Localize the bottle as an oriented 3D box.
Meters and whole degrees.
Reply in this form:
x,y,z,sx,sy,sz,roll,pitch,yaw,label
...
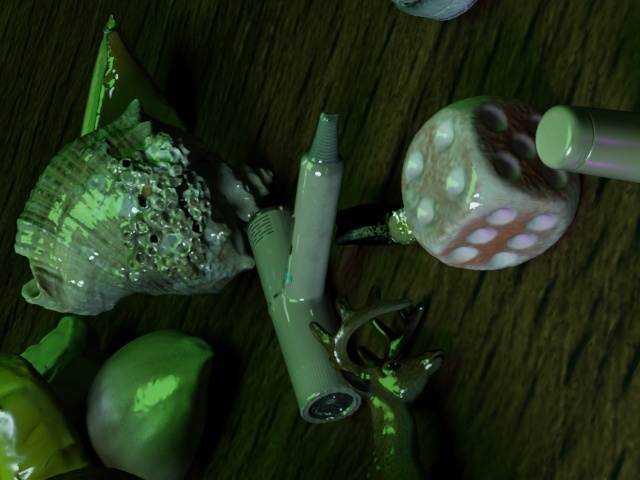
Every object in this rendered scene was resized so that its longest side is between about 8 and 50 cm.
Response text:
x,y,z,sx,sy,sz,roll,pitch,yaw,label
0.182,-0.060,1.099,0.045,0.096,0.045,-13,75,57,bottle

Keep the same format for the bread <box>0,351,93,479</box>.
x,y,z,sx,sy,sz,roll,pitch,yaw,label
-0.254,0.279,1.660,0.166,0.112,0.383,-4,111,47,bread

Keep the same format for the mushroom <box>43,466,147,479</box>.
x,y,z,sx,sy,sz,roll,pitch,yaw,label
-0.085,0.276,1.246,0.356,0.331,0.334,-60,13,23,mushroom

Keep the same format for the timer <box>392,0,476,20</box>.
x,y,z,sx,sy,sz,roll,pitch,yaw,label
0.098,-0.278,1.305,0.208,0.069,0.190,-51,42,46,timer

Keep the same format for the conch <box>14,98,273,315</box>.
x,y,z,sx,sy,sz,roll,pitch,yaw,label
-0.158,-0.023,1.545,0.178,0.245,0.163,57,169,26,conch

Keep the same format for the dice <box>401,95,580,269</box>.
x,y,z,sx,sy,sz,roll,pitch,yaw,label
0.117,-0.039,1.213,0.093,0.094,0.091,-49,42,46,dice

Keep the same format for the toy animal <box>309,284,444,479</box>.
x,y,z,sx,sy,sz,roll,pitch,yaw,label
0.047,0.191,1.309,0.260,0.087,0.243,53,128,45,toy animal

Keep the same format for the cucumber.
x,y,z,sx,sy,sz,roll,pitch,yaw,label
0.046,-0.013,1.388,0.135,0.034,0.033,2,108,69,cucumber

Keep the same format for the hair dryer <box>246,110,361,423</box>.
x,y,z,sx,sy,sz,roll,pitch,yaw,label
0.004,0.008,1.398,0.220,0.054,0.195,110,149,-49,hair dryer

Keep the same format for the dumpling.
x,y,z,sx,sy,sz,roll,pitch,yaw,label
-0.258,0.144,1.785,0.199,0.118,0.136,-59,-11,-75,dumpling

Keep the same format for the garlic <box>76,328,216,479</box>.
x,y,z,sx,sy,sz,roll,pitch,yaw,label
-0.179,0.190,1.696,0.318,0.112,0.143,109,145,-43,garlic

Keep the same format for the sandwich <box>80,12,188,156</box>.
x,y,z,sx,sy,sz,roll,pitch,yaw,label
-0.195,-0.089,1.752,0.094,0.096,0.258,-132,52,-59,sandwich
